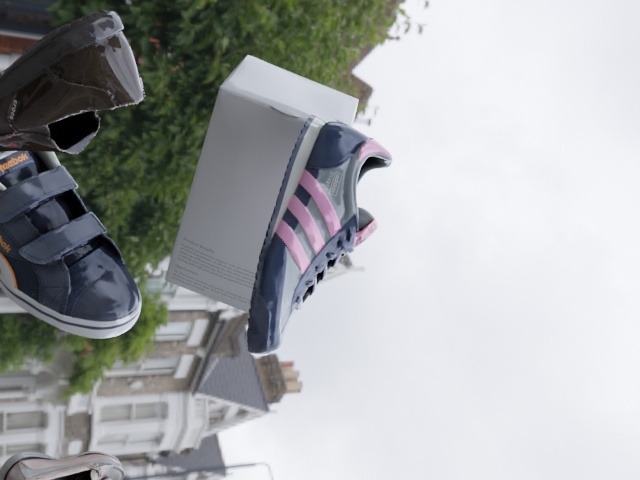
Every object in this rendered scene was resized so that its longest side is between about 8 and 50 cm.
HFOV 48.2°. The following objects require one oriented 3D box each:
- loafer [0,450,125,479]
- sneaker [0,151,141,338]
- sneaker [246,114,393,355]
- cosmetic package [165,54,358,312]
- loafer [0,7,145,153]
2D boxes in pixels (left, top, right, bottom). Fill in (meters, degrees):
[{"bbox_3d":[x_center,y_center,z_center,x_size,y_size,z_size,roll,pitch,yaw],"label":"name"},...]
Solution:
[{"bbox_3d":[-0.221,0.214,0.632,0.039,0.125,0.045,25,-91,37],"label":"loafer"},{"bbox_3d":[-0.333,-0.022,0.823,0.321,0.126,0.127,37,-52,7],"label":"sneaker"},{"bbox_3d":[0.000,0.000,0.894,0.112,0.131,0.319,96,11,-79],"label":"sneaker"},{"bbox_3d":[-0.097,-0.074,1.125,0.155,0.197,0.365,-73,-173,-58],"label":"cosmetic package"},{"bbox_3d":[-0.218,-0.095,0.549,0.220,0.080,0.078,-18,-70,38],"label":"loafer"}]
